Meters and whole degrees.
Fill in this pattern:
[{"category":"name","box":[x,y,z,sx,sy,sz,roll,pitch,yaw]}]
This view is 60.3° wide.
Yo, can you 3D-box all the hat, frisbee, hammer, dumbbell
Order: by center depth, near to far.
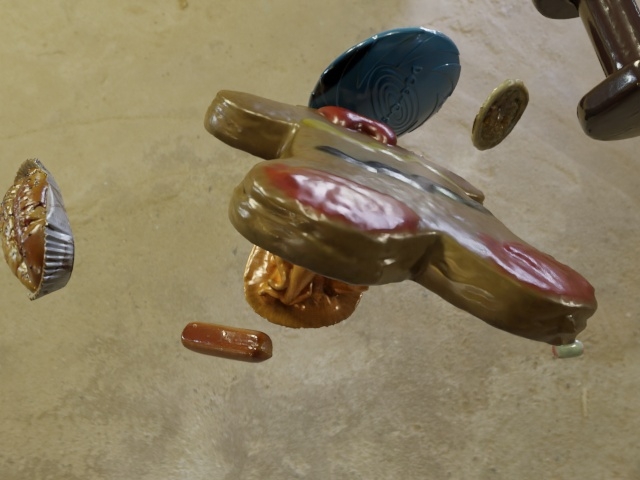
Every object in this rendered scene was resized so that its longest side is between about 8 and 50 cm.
[{"category":"dumbbell","box":[0.332,-0.235,0.618,0.124,0.140,0.225,-1,69,-25]},{"category":"frisbee","box":[0.100,-0.209,0.820,0.242,0.242,0.045,-13,63,-14]},{"category":"hat","box":[0.000,0.000,0.863,0.245,0.233,0.233,-16,72,-18]},{"category":"hammer","box":[0.431,0.166,0.965,0.053,0.031,0.083,-8,100,4]}]

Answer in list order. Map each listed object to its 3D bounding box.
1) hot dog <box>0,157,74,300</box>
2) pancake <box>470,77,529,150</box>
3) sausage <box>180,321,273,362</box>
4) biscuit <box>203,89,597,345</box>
[{"category":"hot dog","box":[-0.301,-0.014,0.578,0.053,0.099,0.192,7,34,-38]},{"category":"pancake","box":[0.330,-0.230,1.023,0.152,0.151,0.025,-30,56,-19]},{"category":"sausage","box":[-0.116,0.128,0.693,0.131,0.039,0.041,3,60,30]},{"category":"biscuit","box":[0.056,-0.063,0.573,0.369,0.076,0.394,19,22,-14]}]
